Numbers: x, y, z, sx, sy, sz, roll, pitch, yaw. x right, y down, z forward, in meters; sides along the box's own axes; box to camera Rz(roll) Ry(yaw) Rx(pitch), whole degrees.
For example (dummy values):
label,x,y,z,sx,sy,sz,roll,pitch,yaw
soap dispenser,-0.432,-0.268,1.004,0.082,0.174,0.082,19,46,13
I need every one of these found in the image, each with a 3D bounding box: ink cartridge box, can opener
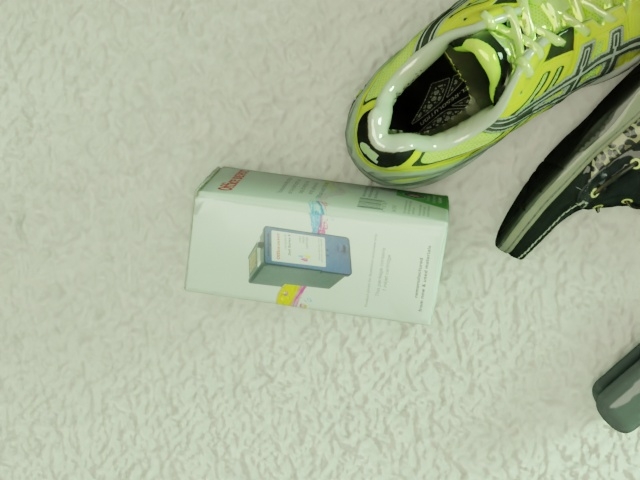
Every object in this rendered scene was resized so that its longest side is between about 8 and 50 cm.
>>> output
label,x,y,z,sx,sy,sz,roll,pitch,yaw
ink cartridge box,0.000,0.000,1.335,0.212,0.154,0.093,9,101,3
can opener,0.364,0.075,1.354,0.280,0.074,0.093,-38,94,10

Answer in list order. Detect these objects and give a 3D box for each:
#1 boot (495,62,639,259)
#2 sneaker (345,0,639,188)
label,x,y,z,sx,sy,sz,roll,pitch,yaw
boot,0.285,-0.032,1.341,0.178,0.085,0.236,40,106,-8
sneaker,0.187,-0.170,1.295,0.384,0.147,0.145,-41,91,8
